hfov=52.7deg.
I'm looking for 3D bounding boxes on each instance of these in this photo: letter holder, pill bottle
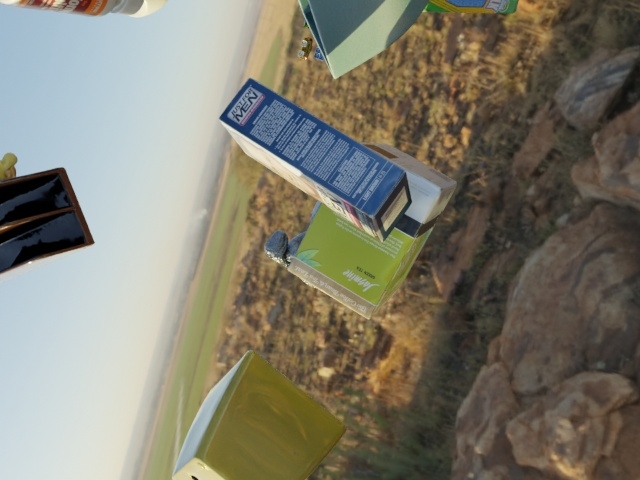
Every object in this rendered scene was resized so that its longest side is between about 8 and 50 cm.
[{"bbox_3d":[-0.605,0.001,1.162,0.302,0.152,0.214,-18,5,33],"label":"letter holder"},{"bbox_3d":[-0.397,-0.423,1.027,0.121,0.221,0.121,9,104,40],"label":"pill bottle"}]

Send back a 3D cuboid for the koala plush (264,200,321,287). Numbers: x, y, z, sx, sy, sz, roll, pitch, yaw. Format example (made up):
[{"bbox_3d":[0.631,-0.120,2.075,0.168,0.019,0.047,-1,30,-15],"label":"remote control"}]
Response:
[{"bbox_3d":[0.000,0.000,1.756,0.221,0.196,0.203,-56,-23,1],"label":"koala plush"}]

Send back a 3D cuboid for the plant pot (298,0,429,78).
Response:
[{"bbox_3d":[0.079,-0.533,1.304,0.248,0.252,0.247,62,-174,-57],"label":"plant pot"}]

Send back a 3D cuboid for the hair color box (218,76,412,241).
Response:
[{"bbox_3d":[-0.006,-0.146,1.195,0.105,0.347,0.174,-54,-18,-6],"label":"hair color box"}]

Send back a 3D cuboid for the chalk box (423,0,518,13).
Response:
[{"bbox_3d":[0.379,-0.648,1.482,0.179,0.289,0.180,90,-179,-56],"label":"chalk box"}]

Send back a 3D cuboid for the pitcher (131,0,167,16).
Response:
[{"bbox_3d":[-0.304,-0.528,1.216,0.178,0.125,0.207,0,57,33],"label":"pitcher"}]

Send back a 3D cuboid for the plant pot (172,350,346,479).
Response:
[{"bbox_3d":[-0.123,0.350,1.082,0.187,0.212,0.212,-51,2,-43],"label":"plant pot"}]

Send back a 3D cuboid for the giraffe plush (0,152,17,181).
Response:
[{"bbox_3d":[-0.860,-0.183,1.656,0.210,0.171,0.181,-76,2,-56],"label":"giraffe plush"}]

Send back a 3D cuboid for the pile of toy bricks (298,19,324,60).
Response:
[{"bbox_3d":[0.017,-0.629,1.902,0.105,0.118,0.212,-51,-19,-66],"label":"pile of toy bricks"}]

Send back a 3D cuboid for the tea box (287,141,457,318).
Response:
[{"bbox_3d":[0.132,-0.037,1.491,0.323,0.220,0.329,-62,-12,16],"label":"tea box"}]
